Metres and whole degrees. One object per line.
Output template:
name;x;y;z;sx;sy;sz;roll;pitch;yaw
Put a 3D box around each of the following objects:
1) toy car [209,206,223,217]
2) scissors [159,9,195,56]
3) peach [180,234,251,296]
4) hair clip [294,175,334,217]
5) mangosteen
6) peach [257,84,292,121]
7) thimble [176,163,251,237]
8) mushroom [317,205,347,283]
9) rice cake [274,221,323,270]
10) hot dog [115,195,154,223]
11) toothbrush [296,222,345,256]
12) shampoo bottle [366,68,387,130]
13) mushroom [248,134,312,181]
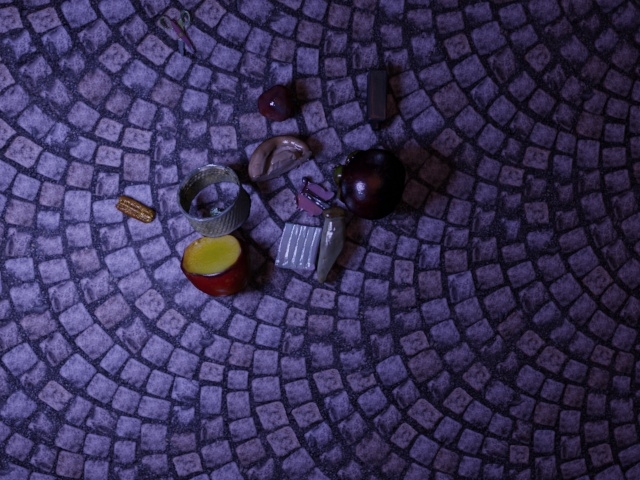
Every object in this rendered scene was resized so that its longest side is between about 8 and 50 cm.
toy car;-0.412;-0.092;1.838;0.122;0.035;0.059;32;90;4
scissors;-0.582;-0.861;1.810;0.134;0.020;0.187;-20;92;-7
peach;-0.418;0.108;1.742;0.275;0.248;0.245;1;113;1
hair clip;-0.024;-0.170;1.858;0.187;0.056;0.146;30;91;5
mangosteen;0.194;-0.232;1.746;0.300;0.300;0.300;0;92;-4
peach;-0.182;-0.569;1.781;0.152;0.152;0.152;0;92;-4
thimble;-0.421;-0.162;1.726;0.271;0.150;0.270;-3;64;5
mushroom;0.050;0.020;1.822;0.107;0.087;0.333;6;102;5
rice cake;-0.092;0.027;1.850;0.189;0.037;0.198;8;97;0
hot dog;-0.771;-0.126;1.808;0.165;0.045;0.071;27;88;-3
toothbrush;0.000;0.000;1.874;0.257;0.024;0.018;34;89;-3
shampoo bottle;0.238;-0.592;1.841;0.079;0.080;0.246;0;91;-2
mushroom;-0.187;-0.355;1.795;0.286;0.156;0.151;-27;81;-14
